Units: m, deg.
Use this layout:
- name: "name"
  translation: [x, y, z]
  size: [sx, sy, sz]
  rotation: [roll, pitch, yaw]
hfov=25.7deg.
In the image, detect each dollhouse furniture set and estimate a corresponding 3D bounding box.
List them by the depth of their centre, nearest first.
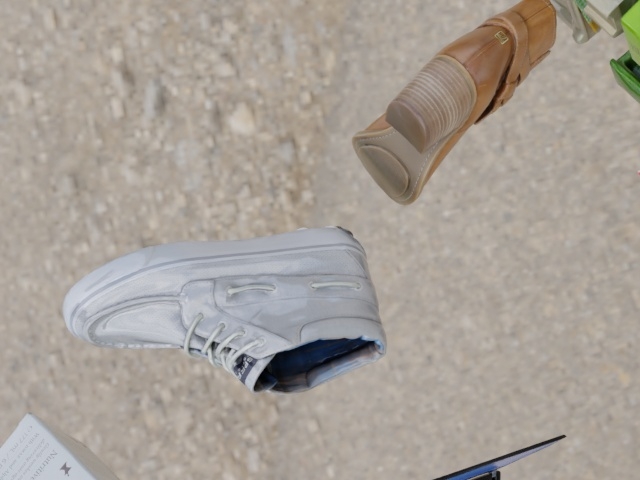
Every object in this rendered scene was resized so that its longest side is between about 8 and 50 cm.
- name: "dollhouse furniture set"
  translation: [0.318, -0.302, 1.501]
  size: [0.301, 0.151, 0.197]
  rotation: [51, 180, 33]

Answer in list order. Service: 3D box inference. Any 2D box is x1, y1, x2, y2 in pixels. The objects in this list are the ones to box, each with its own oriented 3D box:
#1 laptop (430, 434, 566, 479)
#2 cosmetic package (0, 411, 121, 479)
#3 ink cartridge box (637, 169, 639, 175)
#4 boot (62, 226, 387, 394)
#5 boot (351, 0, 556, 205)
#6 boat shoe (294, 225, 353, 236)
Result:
- name: "laptop"
  translation: [0.175, 0.367, 1.736]
  size: [0.136, 0.234, 0.264]
  rotation: [21, 117, 53]
- name: "cosmetic package"
  translation: [-0.335, 0.449, 1.989]
  size: [0.385, 0.217, 0.156]
  rotation: [33, 172, 37]
- name: "ink cartridge box"
  translation: [0.495, -0.017, 1.386]
  size: [0.261, 0.296, 0.066]
  rotation: [-17, 58, 32]
- name: "boot"
  translation: [-0.076, 0.069, 1.140]
  size: [0.095, 0.258, 0.123]
  rotation: [86, 170, -49]
- name: "boot"
  translation: [0.153, -0.164, 1.610]
  size: [0.109, 0.220, 0.283]
  rotation: [46, 161, 12]
- name: "boat shoe"
  translation: [0.000, 0.000, 2.134]
  size: [0.125, 0.038, 0.046]
  rotation: [-15, 73, 50]
